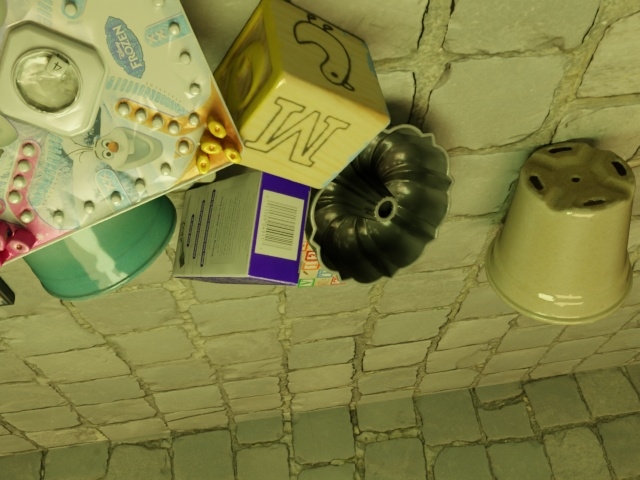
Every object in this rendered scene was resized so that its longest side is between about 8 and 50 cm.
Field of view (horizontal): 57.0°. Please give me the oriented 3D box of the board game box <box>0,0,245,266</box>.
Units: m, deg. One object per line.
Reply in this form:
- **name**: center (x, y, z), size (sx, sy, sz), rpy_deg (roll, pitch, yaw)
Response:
- **board game box**: center (-0.344, -0.199, 0.744), size (0.390, 0.050, 0.389), rpy_deg (-25, 115, -5)

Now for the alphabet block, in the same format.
- **alphabet block**: center (-0.039, -0.224, 0.932), size (0.197, 0.192, 0.193), rpy_deg (14, 139, -34)

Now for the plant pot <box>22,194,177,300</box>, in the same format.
- **plant pot**: center (-0.424, -0.081, 0.999), size (0.272, 0.271, 0.255), rpy_deg (-15, 133, 8)

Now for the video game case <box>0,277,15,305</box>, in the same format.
- **video game case**: center (-0.872, 0.087, 1.328), size (0.248, 0.035, 0.274), rpy_deg (-6, 148, -6)

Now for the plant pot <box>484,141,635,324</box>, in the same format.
- **plant pot**: center (0.545, -0.034, 1.311), size (0.334, 0.333, 0.305), rpy_deg (-11, 137, 2)

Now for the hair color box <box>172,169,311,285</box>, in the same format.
- **hair color box**: center (-0.158, -0.013, 1.105), size (0.110, 0.185, 0.339), rpy_deg (13, 170, -35)

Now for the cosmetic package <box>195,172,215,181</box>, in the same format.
- **cosmetic package**: center (-0.216, -0.166, 1.094), size (0.041, 0.060, 0.115), rpy_deg (-1, 145, -11)

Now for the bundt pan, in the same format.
- **bundt pan**: center (0.094, -0.082, 1.153), size (0.331, 0.124, 0.330), rpy_deg (-15, 122, -26)

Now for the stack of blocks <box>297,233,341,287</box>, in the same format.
- **stack of blocks**: center (0.000, 0.000, 1.386), size (0.171, 0.087, 0.297), rpy_deg (-2, 147, -12)
